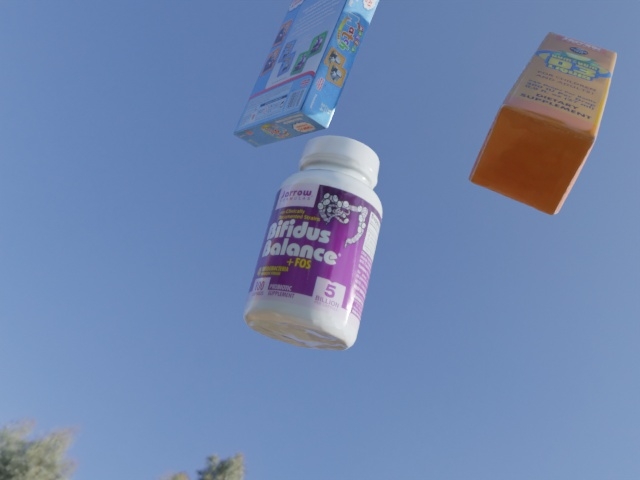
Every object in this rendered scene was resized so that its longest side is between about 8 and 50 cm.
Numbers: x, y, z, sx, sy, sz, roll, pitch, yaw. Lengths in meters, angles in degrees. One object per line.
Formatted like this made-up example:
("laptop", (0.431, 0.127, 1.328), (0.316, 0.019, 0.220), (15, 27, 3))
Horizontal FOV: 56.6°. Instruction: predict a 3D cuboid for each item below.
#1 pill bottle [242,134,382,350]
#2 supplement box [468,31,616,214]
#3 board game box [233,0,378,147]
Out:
("pill bottle", (0.000, 0.000, 0.897), (0.169, 0.301, 0.169), (12, -21, 5))
("supplement box", (0.208, -0.118, 0.539), (0.078, 0.233, 0.080), (24, -52, 14))
("board game box", (-0.010, -0.210, 0.647), (0.039, 0.211, 0.160), (27, -13, -29))
